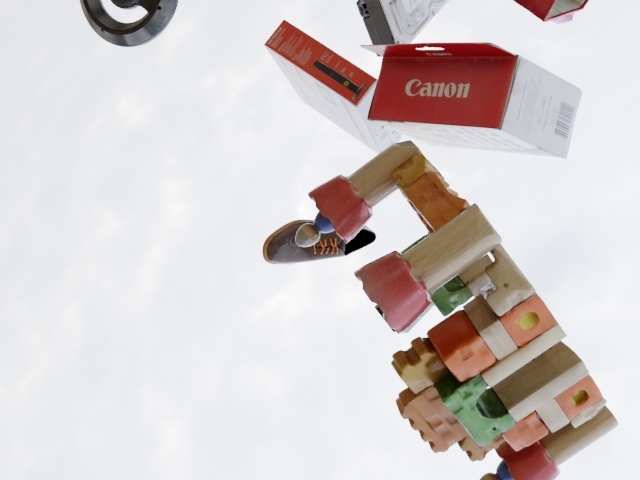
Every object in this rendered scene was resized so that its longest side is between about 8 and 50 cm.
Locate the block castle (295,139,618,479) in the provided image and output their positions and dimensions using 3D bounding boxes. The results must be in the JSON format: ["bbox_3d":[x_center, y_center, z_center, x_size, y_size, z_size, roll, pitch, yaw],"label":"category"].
[{"bbox_3d":[0.173,0.117,1.057,0.212,0.453,0.303,-36,-148,5],"label":"block castle"}]

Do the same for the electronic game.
[{"bbox_3d":[-0.363,-0.481,1.507,0.229,0.048,0.229,4,-81,23],"label":"electronic game"}]

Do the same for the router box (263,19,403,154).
[{"bbox_3d":[0.041,-0.371,2.001,0.301,0.335,0.082,38,-92,21],"label":"router box"}]

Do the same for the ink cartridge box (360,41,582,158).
[{"bbox_3d":[0.245,-0.247,1.409,0.309,0.271,0.130,14,-89,49],"label":"ink cartridge box"}]

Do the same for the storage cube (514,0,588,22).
[{"bbox_3d":[0.403,-0.527,1.412,0.193,0.183,0.215,43,-48,18],"label":"storage cube"}]

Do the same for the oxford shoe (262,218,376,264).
[{"bbox_3d":[0.000,0.000,1.779,0.098,0.271,0.097,17,-63,56],"label":"oxford shoe"}]

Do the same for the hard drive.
[{"bbox_3d":[0.176,-0.553,1.597,0.064,0.237,0.339,3,-139,40],"label":"hard drive"}]

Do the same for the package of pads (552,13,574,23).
[{"bbox_3d":[0.489,-0.488,1.682,0.032,0.083,0.050,-66,-160,-6],"label":"package of pads"}]

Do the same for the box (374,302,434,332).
[{"bbox_3d":[0.149,0.111,1.388,0.083,0.052,0.062,-50,-121,19],"label":"box"}]
